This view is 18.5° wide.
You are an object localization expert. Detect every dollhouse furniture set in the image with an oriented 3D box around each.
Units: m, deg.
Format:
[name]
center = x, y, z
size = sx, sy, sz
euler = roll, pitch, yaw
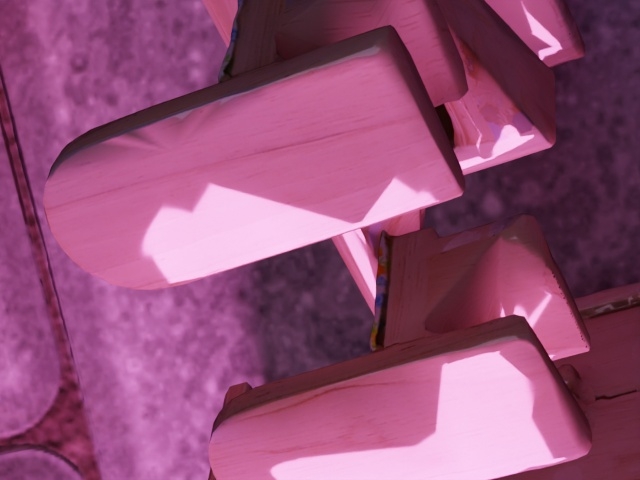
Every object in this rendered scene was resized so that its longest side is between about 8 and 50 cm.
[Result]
[dollhouse furniture set]
center = 0.000, 0.000, 0.913
size = 0.256, 0.362, 0.394
euler = -17, 124, 18
